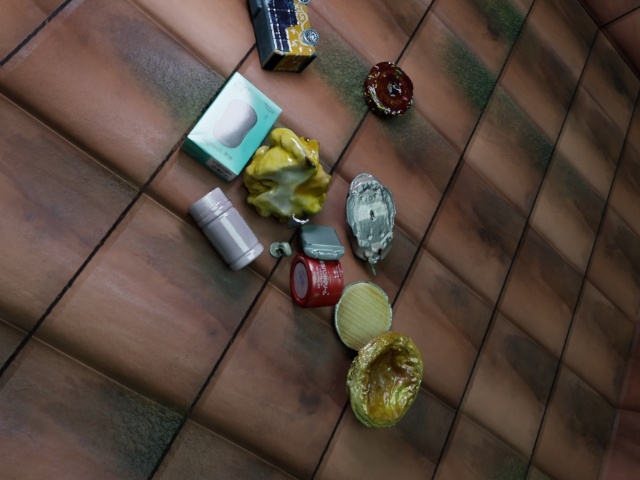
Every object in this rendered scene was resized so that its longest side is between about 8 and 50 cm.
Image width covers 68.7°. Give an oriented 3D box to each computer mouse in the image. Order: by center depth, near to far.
[{"bbox_3d":[0.184,-0.062,1.789,0.199,0.115,0.390,-11,100,-13],"label":"computer mouse"}]

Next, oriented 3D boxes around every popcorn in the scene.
[{"bbox_3d":[-0.102,-0.208,1.584,0.297,0.281,0.316,30,109,-27],"label":"popcorn"}]

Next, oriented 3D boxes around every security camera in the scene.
[{"bbox_3d":[-0.134,0.030,1.608,0.058,0.092,0.058,3,83,-28],"label":"security camera"}]

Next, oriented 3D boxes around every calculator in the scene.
[{"bbox_3d":[0.000,0.000,1.622,0.141,0.246,0.045,5,113,-13],"label":"calculator"}]

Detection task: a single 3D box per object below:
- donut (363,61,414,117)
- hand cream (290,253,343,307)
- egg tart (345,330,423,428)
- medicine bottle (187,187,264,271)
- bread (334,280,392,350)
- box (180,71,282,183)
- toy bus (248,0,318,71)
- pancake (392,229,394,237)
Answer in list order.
[{"bbox_3d":[0.275,-0.612,1.930,0.234,0.089,0.236,5,79,-28],"label":"donut"},{"bbox_3d":[-0.016,0.135,1.601,0.125,0.193,0.193,-3,84,-26],"label":"hand cream"},{"bbox_3d":[0.219,0.493,1.690,0.351,0.150,0.353,-2,93,-33],"label":"egg tart"},{"bbox_3d":[-0.303,-0.034,1.502,0.133,0.133,0.250,-41,104,-27],"label":"medicine bottle"},{"bbox_3d":[0.157,0.283,1.759,0.266,0.040,0.267,5,80,-29],"label":"bread"},{"bbox_3d":[-0.294,-0.376,1.567,0.205,0.118,0.312,39,67,-20],"label":"box"},{"bbox_3d":[-0.140,-0.792,1.691,0.194,0.161,0.324,-11,90,-27],"label":"toy bus"},{"bbox_3d":[0.251,-0.036,1.875,0.114,0.011,0.115,5,80,-28],"label":"pancake"}]
